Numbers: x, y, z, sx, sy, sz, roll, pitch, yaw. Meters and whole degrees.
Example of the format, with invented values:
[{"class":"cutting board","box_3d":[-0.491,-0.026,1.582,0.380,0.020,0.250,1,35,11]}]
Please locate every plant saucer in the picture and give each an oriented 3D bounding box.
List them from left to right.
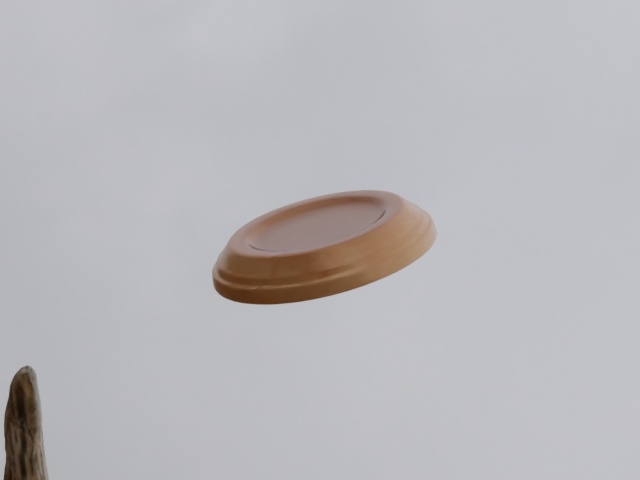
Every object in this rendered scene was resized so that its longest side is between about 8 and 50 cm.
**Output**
[{"class":"plant saucer","box_3d":[0.000,0.000,1.488,0.200,0.200,0.037,13,-59,56]}]

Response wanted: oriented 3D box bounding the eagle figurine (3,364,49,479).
[{"class":"eagle figurine","box_3d":[-0.257,0.199,0.757,0.225,0.298,0.226,133,-54,-70]}]
